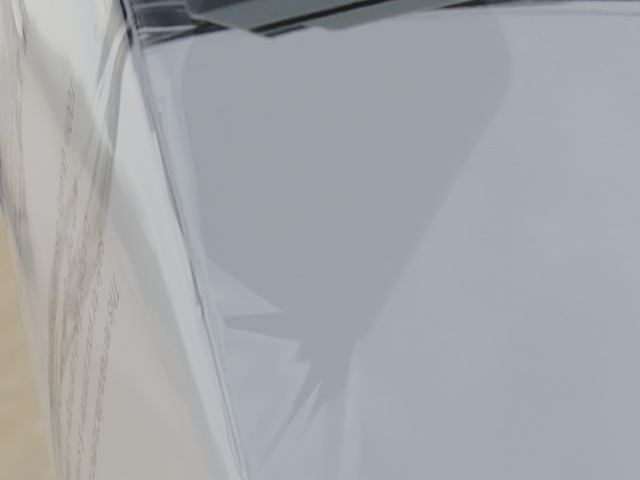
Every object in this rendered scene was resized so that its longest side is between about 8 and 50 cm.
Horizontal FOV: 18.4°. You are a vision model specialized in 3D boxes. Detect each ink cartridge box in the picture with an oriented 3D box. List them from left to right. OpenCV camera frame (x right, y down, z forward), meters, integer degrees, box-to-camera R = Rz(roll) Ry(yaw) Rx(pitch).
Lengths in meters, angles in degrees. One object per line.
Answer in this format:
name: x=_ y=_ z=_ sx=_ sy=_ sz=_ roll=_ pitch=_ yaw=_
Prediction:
ink cartridge box: x=0.000 y=0.000 z=0.603 sx=0.166 sy=0.285 sz=0.395 roll=-6 pitch=54 yaw=-14
